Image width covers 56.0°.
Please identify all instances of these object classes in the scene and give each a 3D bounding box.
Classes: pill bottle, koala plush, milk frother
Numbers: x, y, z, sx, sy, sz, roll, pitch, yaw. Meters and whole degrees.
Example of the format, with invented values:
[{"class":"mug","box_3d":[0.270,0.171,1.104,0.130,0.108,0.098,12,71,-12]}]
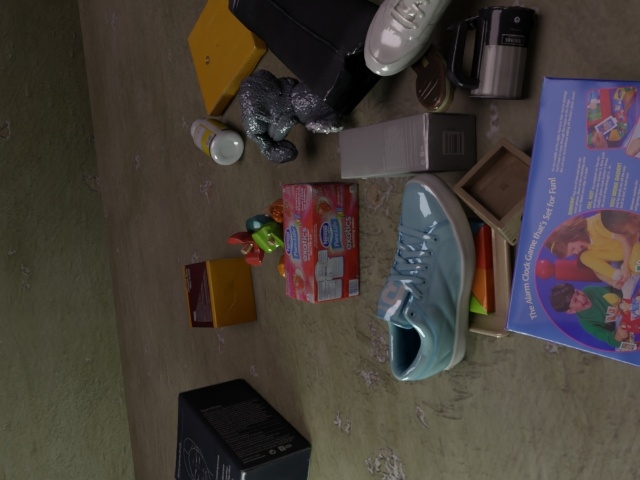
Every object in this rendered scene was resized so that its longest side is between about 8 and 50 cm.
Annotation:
[{"class":"pill bottle","box_3d":[-0.306,-0.294,1.744,0.184,0.103,0.103,38,124,46]},{"class":"koala plush","box_3d":[-0.045,-0.294,1.324,0.221,0.203,0.196,0,71,28]},{"class":"milk frother","box_3d":[0.262,-0.297,0.966,0.143,0.129,0.134,-59,-26,-75]}]

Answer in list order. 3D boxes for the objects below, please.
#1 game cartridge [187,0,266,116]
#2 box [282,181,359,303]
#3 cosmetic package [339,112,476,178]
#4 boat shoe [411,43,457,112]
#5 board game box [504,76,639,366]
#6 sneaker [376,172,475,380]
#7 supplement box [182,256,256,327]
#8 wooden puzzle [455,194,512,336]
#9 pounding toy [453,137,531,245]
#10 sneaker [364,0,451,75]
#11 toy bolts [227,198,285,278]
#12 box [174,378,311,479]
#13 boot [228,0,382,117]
[{"class":"game cartridge","box_3d":[-0.272,-0.559,1.714,0.324,0.053,0.285,-35,66,48]},{"class":"box","box_3d":[0.000,0.000,1.332,0.123,0.128,0.256,7,101,54]},{"class":"cosmetic package","box_3d":[0.152,-0.167,1.098,0.238,0.127,0.107,6,101,52]},{"class":"boat shoe","box_3d":[0.204,-0.272,1.017,0.068,0.072,0.190,-43,33,36]},{"class":"board game box","box_3d":[0.385,-0.025,0.769,0.233,0.078,0.347,14,107,34]},{"class":"sneaker","box_3d":[0.165,0.076,1.010,0.135,0.150,0.366,12,115,51]},{"class":"supplement box","box_3d":[-0.301,0.153,1.775,0.194,0.129,0.191,-12,85,54]},{"class":"wooden puzzle","box_3d":[0.240,0.038,1.070,0.221,0.044,0.238,6,99,55]},{"class":"pounding toy","box_3d":[0.296,-0.054,0.928,0.130,0.100,0.141,-46,51,9]},{"class":"sneaker","box_3d":[0.159,-0.409,0.960,0.114,0.152,0.305,40,107,15]},{"class":"toy bolts","box_3d":[-0.090,-0.011,1.496,0.228,0.158,0.218,1,137,47]},{"class":"box","box_3d":[-0.228,0.617,1.665,0.395,0.212,0.293,27,116,49]},{"class":"boot","box_3d":[0.010,-0.508,1.197,0.445,0.146,0.367,53,124,40]}]
